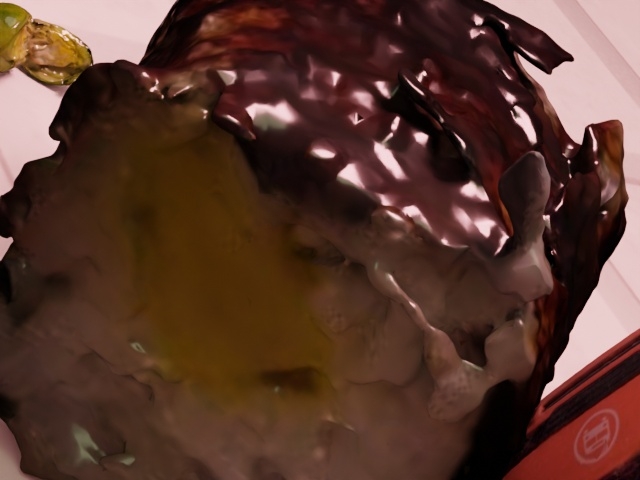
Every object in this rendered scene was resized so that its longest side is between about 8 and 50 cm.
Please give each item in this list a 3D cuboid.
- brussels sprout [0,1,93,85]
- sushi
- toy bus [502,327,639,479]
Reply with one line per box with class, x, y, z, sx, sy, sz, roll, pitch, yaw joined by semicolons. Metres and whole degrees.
brussels sprout;-0.193;-0.127;1.288;0.083;0.046;0.051;22;25;-44
sushi;-0.001;0.002;1.044;0.299;0.281;0.294;22;27;7
toy bus;0.289;0.235;1.026;0.427;0.203;0.233;39;31;-17
